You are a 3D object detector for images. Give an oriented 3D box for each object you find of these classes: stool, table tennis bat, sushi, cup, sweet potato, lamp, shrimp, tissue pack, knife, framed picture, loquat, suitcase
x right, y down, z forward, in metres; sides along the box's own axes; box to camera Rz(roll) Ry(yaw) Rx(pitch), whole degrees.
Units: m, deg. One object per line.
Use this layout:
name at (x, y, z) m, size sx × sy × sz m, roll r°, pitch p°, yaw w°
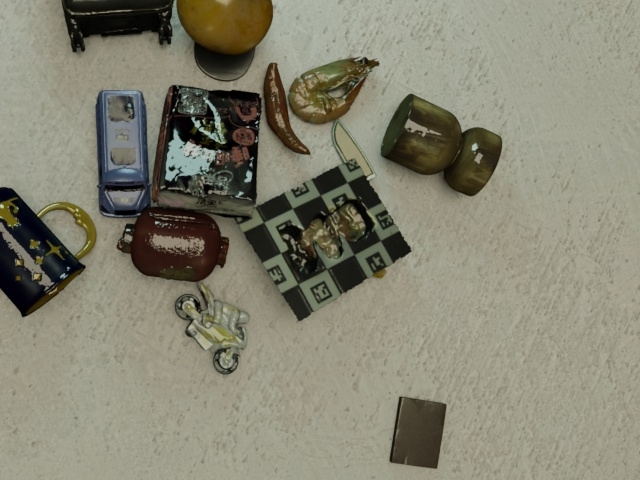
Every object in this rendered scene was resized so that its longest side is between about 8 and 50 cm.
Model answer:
stool at (0.309, -0.245, 1.989) m, size 0.264 × 0.179 × 0.179 m, roll 24°, pitch 81°, yaw -11°
table tennis bat at (-0.234, -0.540, 1.961) m, size 0.154 × 0.021 × 0.274 m, roll 12°, pitch 85°, yaw -12°
sushi at (0.000, 0.000, 1.946) m, size 0.373 × 0.100 × 0.296 m, roll -30°, pitch 85°, yaw -25°
cup at (-0.669, 0.008, 1.766) m, size 0.178 × 0.255 × 0.256 m, roll -38°, pitch 93°, yaw 24°
sweet potato at (-0.101, -0.323, 1.952) m, size 0.078 × 0.058 × 0.255 m, roll -20°, pitch 84°, yaw 11°
lamp at (-0.344, 0.004, 1.809) m, size 0.258 × 0.180 × 0.180 m, roll 9°, pitch 84°, yaw -15°
shrimp at (0.043, -0.399, 1.996) m, size 0.267 × 0.061 × 0.145 m, roll -32°, pitch 95°, yaw -13°
tissue pack at (-0.267, -0.214, 1.836) m, size 0.245 × 0.123 × 0.332 m, roll 6°, pitch 60°, yaw -11°
knife at (0.115, -0.165, 2.011) m, size 0.061 × 0.027 × 0.343 m, roll -29°, pitch 90°, yaw -3°
framed picture at (0.254, 0.499, 1.998) m, size 0.128 × 0.023 × 0.168 m, roll 11°, pitch 83°, yaw -12°
loquat at (-0.230, -0.562, 1.838) m, size 0.235 × 0.235 × 0.235 m, roll 1°, pitch 85°, yaw -14°
suitcase at (-0.504, -0.682, 1.818) m, size 0.283 × 0.194 × 0.433 m, roll -8°, pitch 86°, yaw -14°

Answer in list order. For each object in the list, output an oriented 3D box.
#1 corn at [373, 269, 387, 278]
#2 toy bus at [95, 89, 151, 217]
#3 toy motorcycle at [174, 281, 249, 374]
corn at (0.127, 0.070, 1.992) m, size 0.092 × 0.037 × 0.037 m, roll 25°, pitch 80°, yaw -9°
toy bus at (-0.467, -0.203, 1.818) m, size 0.126 × 0.133 × 0.292 m, roll -2°, pitch 86°, yaw -14°
toy motorcycle at (-0.248, 0.206, 1.873) m, size 0.151 × 0.074 × 0.228 m, roll -35°, pitch 93°, yaw -16°
